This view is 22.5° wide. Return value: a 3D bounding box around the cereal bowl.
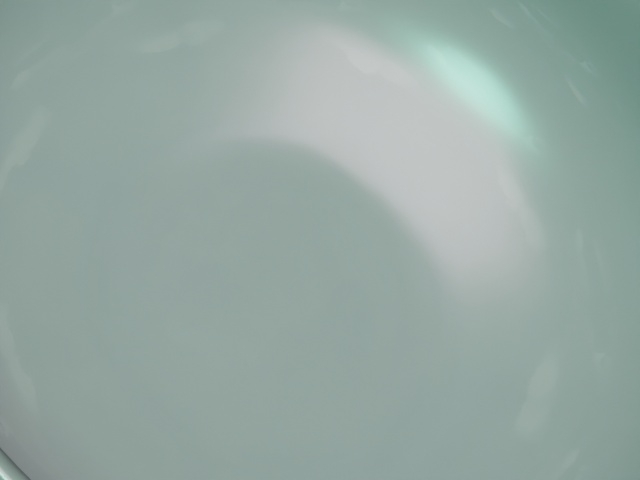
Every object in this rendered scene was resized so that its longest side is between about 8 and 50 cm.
[{"bbox_3d":[0.000,0.000,0.575,0.339,0.141,0.338,9,64,-18],"label":"cereal bowl"}]
